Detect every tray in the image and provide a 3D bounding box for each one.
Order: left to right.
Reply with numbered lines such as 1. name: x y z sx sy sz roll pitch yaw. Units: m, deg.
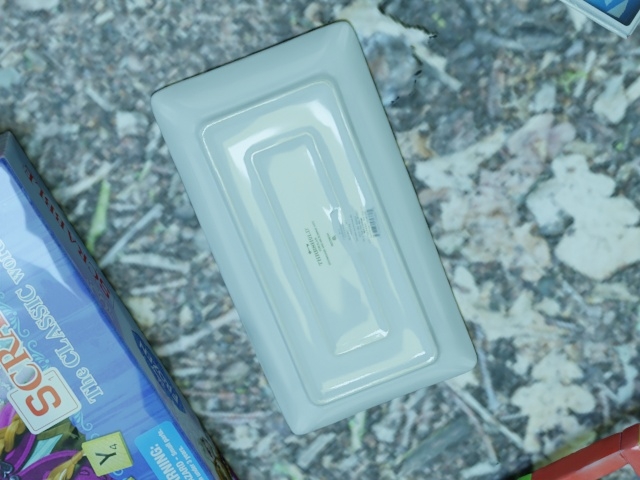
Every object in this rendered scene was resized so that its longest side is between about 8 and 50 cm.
1. tray: 0.000 0.000 1.252 0.145 0.030 0.270 -21 109 2

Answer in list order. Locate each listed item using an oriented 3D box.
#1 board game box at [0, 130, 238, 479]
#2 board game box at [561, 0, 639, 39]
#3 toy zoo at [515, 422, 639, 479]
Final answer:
1. board game box: -0.263 0.139 1.260 0.318 0.066 0.319 -30 108 6
2. board game box: 0.193 -0.304 1.150 0.193 0.053 0.305 29 104 -13
3. toy zoo: 0.263 0.209 1.298 0.293 0.030 0.192 -29 110 24
